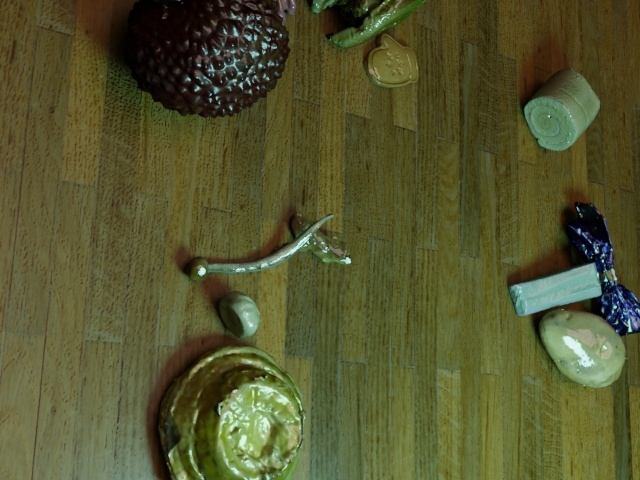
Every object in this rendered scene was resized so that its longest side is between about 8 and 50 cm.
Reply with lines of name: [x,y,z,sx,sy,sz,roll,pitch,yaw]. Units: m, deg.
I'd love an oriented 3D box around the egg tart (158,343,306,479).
egg tart: [-0.129,0.317,1.473,0.290,0.115,0.290,8,76,-32]

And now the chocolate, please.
chocolate: [0.660,0.070,2.076,0.148,0.126,0.343,-20,92,-24]

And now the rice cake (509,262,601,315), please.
rice cake: [0.530,0.111,1.990,0.222,0.042,0.080,-13,94,-18]

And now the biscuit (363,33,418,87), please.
biscuit: [0.149,-0.379,1.861,0.140,0.023,0.118,-21,94,-36]

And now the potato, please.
potato: [0.598,0.236,1.991,0.161,0.128,0.234,-42,103,-22]

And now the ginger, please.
ginger: [-0.002,0.005,1.668,0.137,0.057,0.044,34,18,-17]

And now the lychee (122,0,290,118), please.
lychee: [-0.193,-0.332,1.461,0.300,0.264,0.264,38,60,-44]

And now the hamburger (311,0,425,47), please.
hamburger: [0.125,-0.523,1.781,0.288,0.192,0.167,-37,93,-35]

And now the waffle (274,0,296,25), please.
waffle: [-0.117,-0.523,1.680,0.221,0.055,0.234,30,66,-27]

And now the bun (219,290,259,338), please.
bun: [-0.135,0.124,1.523,0.055,0.086,0.086,-33,100,-30]

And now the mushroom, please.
mushroom: [-0.102,0.021,1.582,0.306,0.068,0.043,-18,65,-31]

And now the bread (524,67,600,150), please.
bread: [0.571,-0.309,2.080,0.141,0.134,0.148,-46,121,-32]
